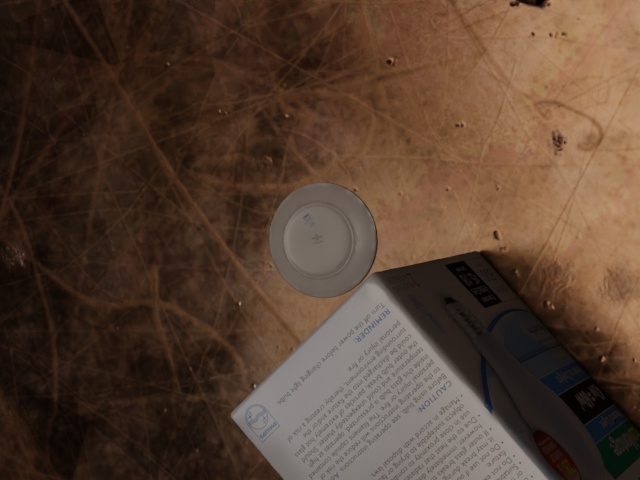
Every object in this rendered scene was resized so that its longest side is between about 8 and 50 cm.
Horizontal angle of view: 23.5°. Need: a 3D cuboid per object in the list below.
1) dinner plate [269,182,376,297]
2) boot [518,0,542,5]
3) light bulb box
[{"bbox_3d":[0.000,0.000,1.873,0.141,0.017,0.141,0,90,22],"label":"dinner plate"},{"bbox_3d":[0.211,-0.331,1.768,0.114,0.037,0.106,21,97,25],"label":"boot"},{"bbox_3d":[0.158,0.224,1.634,0.225,0.358,0.361,-46,77,19],"label":"light bulb box"}]
